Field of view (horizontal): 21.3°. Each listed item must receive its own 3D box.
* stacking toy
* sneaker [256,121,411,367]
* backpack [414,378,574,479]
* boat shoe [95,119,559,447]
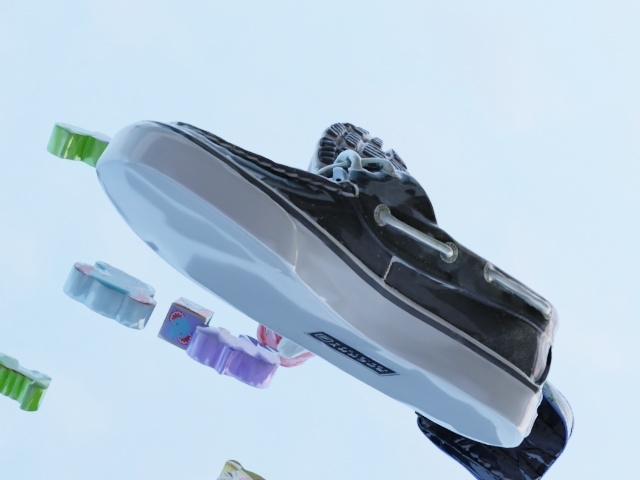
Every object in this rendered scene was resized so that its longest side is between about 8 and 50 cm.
[{"bbox_3d":[-0.086,0.048,0.970,0.221,0.167,0.052,25,-168,6],"label":"stacking toy"},{"bbox_3d":[0.000,0.000,1.519,0.107,0.118,0.279,36,-139,-12],"label":"sneaker"},{"bbox_3d":[0.153,0.147,1.429,0.114,0.105,0.084,43,-164,7],"label":"backpack"},{"bbox_3d":[0.009,0.004,0.674,0.219,0.078,0.070,35,-112,-31],"label":"boat shoe"}]
